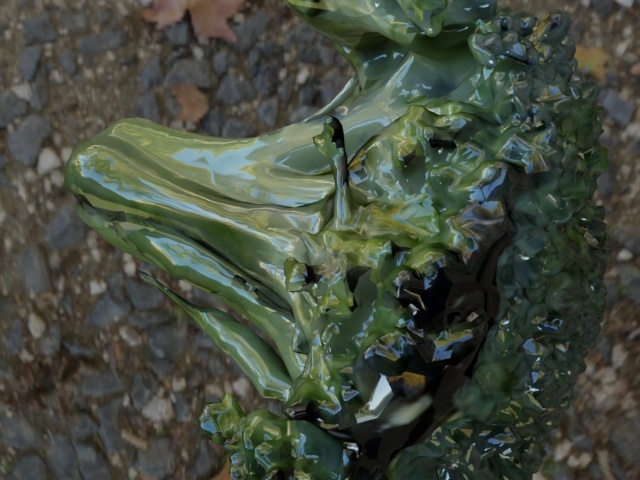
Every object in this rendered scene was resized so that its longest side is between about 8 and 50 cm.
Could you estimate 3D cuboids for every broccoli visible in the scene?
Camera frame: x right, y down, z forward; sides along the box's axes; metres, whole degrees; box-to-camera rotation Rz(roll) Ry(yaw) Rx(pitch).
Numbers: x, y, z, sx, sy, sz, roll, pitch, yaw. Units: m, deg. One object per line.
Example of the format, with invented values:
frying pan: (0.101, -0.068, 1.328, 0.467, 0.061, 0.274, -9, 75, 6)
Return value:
broccoli: (0.000, 0.000, 0.535, 0.243, 0.263, 0.247, 16, 42, 23)
